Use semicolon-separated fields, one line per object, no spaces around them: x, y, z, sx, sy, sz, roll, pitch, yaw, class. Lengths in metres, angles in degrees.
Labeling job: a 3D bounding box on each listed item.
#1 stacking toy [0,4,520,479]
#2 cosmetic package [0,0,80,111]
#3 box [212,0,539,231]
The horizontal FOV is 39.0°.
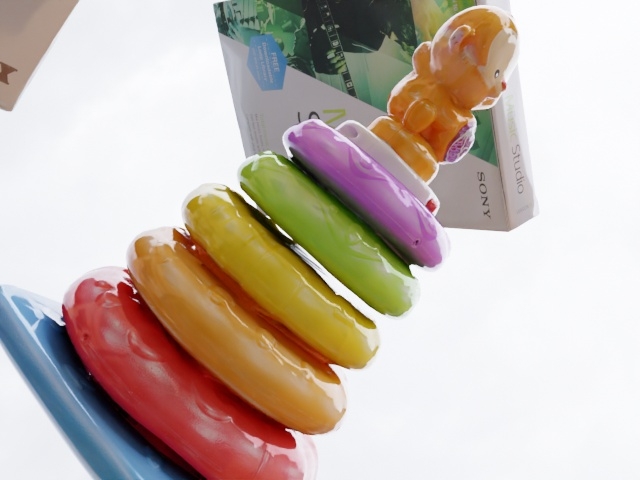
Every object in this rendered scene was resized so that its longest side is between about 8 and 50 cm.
0.000;0.000;0.465;0.302;0.175;0.166;-47;-117;1;stacking toy
-0.342;-0.290;0.768;0.217;0.385;0.156;26;-73;-39;cosmetic package
0.041;-0.131;0.851;0.322;0.058;0.232;4;-67;43;box
